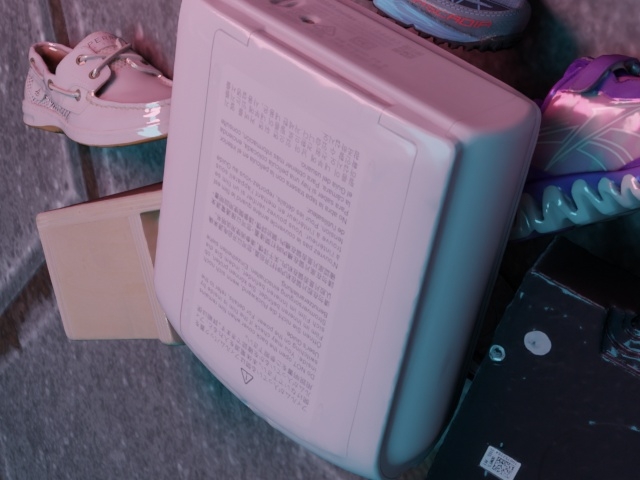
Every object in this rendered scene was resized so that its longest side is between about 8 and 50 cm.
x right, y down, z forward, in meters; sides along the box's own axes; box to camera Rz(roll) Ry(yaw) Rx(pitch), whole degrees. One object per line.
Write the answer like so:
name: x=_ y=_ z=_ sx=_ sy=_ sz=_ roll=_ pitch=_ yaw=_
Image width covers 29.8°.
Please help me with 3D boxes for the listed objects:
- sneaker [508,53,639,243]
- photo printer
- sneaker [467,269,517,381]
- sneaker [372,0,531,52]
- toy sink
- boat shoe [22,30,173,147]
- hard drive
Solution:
sneaker: x=0.193 y=-0.070 z=0.733 sx=0.236 sy=0.095 sz=0.104 roll=-18 pitch=83 yaw=50
photo printer: x=0.000 y=0.000 z=0.816 sx=0.256 sy=0.107 sz=0.307 roll=34 pitch=130 yaw=31
sneaker: x=0.060 y=0.066 z=0.932 sx=0.226 sy=0.086 sz=0.163 roll=45 pitch=137 yaw=22
sneaker: x=0.059 y=-0.240 z=0.804 sx=0.262 sy=0.104 sz=0.125 roll=54 pitch=134 yaw=19
toy sink: x=-0.114 y=0.013 z=1.051 sx=0.234 sy=0.153 sz=0.131 roll=-7 pitch=99 yaw=48
boat shoe: x=-0.207 y=-0.148 z=1.133 sx=0.277 sy=0.098 sz=0.096 roll=13 pitch=114 yaw=46
hard drive: x=0.188 y=0.188 z=0.803 sx=0.237 sy=0.064 sz=0.339 roll=29 pitch=126 yaw=15
